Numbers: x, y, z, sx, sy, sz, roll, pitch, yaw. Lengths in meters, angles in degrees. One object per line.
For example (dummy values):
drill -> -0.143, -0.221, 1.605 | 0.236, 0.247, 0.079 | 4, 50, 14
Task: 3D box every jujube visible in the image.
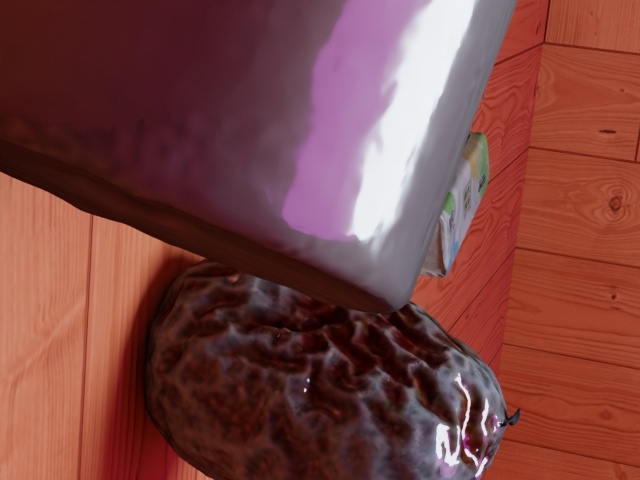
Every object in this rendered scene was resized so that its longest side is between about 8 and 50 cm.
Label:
jujube -> 0.003, 0.134, 1.117 | 0.226, 0.317, 0.226 | -53, 157, -35

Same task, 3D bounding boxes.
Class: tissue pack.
tissue pack -> 0.109, -0.078, 1.603 | 0.229, 0.159, 0.145 | -57, 151, -53

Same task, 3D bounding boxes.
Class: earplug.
earplug -> -0.035, -0.195, 0.690 | 0.312, 0.312, 0.394 | 36, 74, -72
